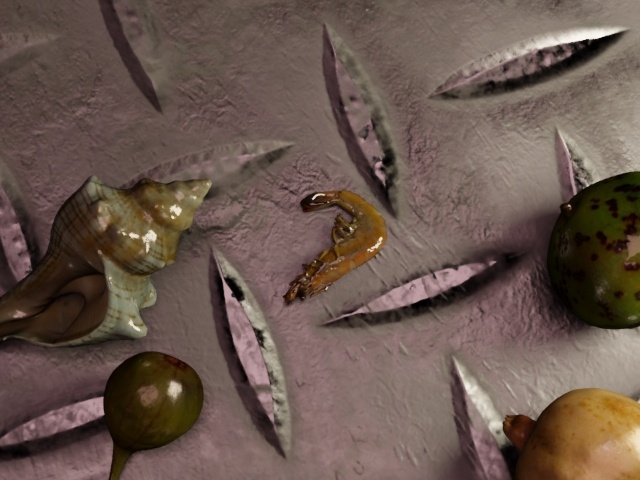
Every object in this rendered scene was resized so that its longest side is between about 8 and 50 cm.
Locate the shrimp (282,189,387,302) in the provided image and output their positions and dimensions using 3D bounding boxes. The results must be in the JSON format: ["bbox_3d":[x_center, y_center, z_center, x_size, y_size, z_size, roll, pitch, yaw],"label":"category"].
[{"bbox_3d":[0.000,0.000,1.875,0.178,0.034,0.124,-35,77,-10],"label":"shrimp"}]

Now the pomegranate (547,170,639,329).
[{"bbox_3d":[0.410,0.025,1.802,0.263,0.211,0.211,30,77,-15],"label":"pomegranate"}]

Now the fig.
[{"bbox_3d":[-0.232,0.254,1.789,0.124,0.124,0.236,22,101,3],"label":"fig"}]

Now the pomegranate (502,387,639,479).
[{"bbox_3d":[0.338,0.282,1.735,0.207,0.207,0.207,0,77,-2],"label":"pomegranate"}]

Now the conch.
[{"bbox_3d":[-0.283,0.046,1.804,0.386,0.169,0.203,-45,54,23],"label":"conch"}]
